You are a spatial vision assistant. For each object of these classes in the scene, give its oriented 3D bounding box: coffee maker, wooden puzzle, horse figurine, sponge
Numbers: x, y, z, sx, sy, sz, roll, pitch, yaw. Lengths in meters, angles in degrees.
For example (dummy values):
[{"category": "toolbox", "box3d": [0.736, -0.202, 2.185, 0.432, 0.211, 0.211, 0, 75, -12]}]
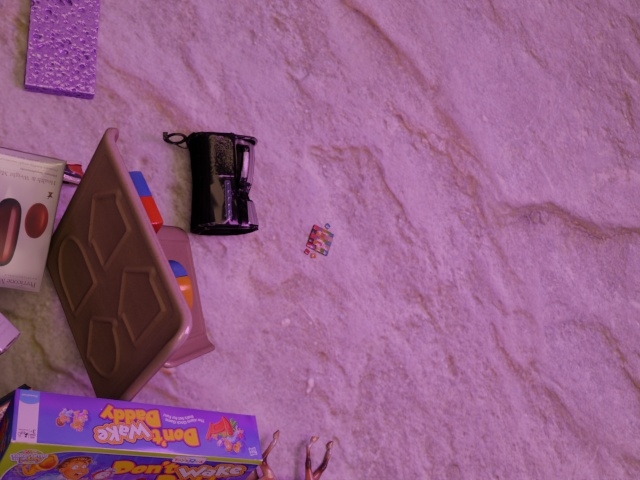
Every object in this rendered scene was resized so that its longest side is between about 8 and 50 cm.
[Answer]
[{"category": "coffee maker", "box3d": [-0.200, -0.100, 1.273, 0.171, 0.120, 0.178, -1, 80, -3]}, {"category": "wooden puzzle", "box3d": [-0.297, 0.061, 1.026, 0.080, 0.322, 0.348, -4, 60, -41]}, {"category": "horse figurine", "box3d": [-0.066, 0.441, 1.266, 0.263, 0.066, 0.175, 19, 68, -25]}, {"category": "sponge", "box3d": [-0.455, -0.360, 1.222, 0.117, 0.031, 0.210, 5, 79, -26]}, {"category": "wooden puzzle", "box3d": [0.000, 0.000, 1.404, 0.049, 0.006, 0.083, 26, 71, -21]}, {"category": "wooden puzzle", "box3d": [-0.257, 0.087, 1.167, 0.044, 0.221, 0.239, -16, 86, 10]}]

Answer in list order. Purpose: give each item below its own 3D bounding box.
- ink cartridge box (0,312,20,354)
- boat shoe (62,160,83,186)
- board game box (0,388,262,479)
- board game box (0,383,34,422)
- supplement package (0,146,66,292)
[{"category": "ink cartridge box", "box3d": [-0.629, 0.114, 0.943, 0.303, 0.072, 0.307, -37, 104, 14]}, {"category": "boat shoe", "box3d": [-0.470, -0.110, 1.166, 0.137, 0.049, 0.043, -6, 86, -32]}, {"category": "board game box", "box3d": [-0.293, 0.329, 0.998, 0.347, 0.233, 0.078, 15, 39, -30]}, {"category": "board game box", "box3d": [-0.548, 0.301, 1.001, 0.281, 0.145, 0.027, -33, 96, -27]}, {"category": "supplement package", "box3d": [-0.508, -0.044, 1.049, 0.194, 0.149, 0.203, 10, 93, -24]}]
